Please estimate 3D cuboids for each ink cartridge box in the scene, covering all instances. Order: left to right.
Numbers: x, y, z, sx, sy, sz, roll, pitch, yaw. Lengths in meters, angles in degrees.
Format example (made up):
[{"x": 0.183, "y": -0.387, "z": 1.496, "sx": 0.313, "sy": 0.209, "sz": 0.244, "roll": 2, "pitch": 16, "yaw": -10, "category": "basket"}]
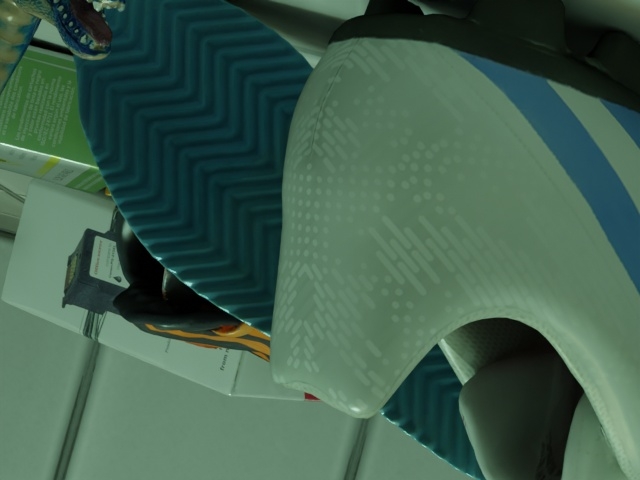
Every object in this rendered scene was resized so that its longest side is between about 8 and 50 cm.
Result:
[{"x": -0.210, "y": -0.081, "z": 0.933, "sx": 0.235, "sy": 0.056, "sz": 0.171, "roll": 14, "pitch": 176, "yaw": -12, "category": "ink cartridge box"}, {"x": -0.083, "y": 0.035, "z": 1.356, "sx": 0.237, "sy": 0.100, "sz": 0.172, "roll": 19, "pitch": -175, "yaw": 38, "category": "ink cartridge box"}]

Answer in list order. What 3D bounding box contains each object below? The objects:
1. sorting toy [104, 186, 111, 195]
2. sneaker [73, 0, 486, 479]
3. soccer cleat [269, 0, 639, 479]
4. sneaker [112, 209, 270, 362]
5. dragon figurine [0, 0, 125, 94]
[{"x": -0.058, "y": -0.022, "z": 1.217, "sx": 0.193, "sy": 0.038, "sz": 0.208, "roll": 15, "pitch": 175, "yaw": 0, "category": "sorting toy"}, {"x": 0.000, "y": 0.000, "z": 0.687, "sx": 0.229, "sy": 0.087, "sz": 0.092, "roll": 44, "pitch": 180, "yaw": -8, "category": "sneaker"}, {"x": 0.119, "y": 0.028, "z": 0.622, "sx": 0.331, "sy": 0.143, "sz": 0.116, "roll": 18, "pitch": 174, "yaw": -32, "category": "soccer cleat"}, {"x": 0.024, "y": 0.022, "z": 0.809, "sx": 0.180, "sy": 0.124, "sz": 0.321, "roll": 17, "pitch": 166, "yaw": -40, "category": "sneaker"}, {"x": -0.129, "y": -0.071, "z": 0.592, "sx": 0.085, "sy": 0.144, "sz": 0.289, "roll": 15, "pitch": -165, "yaw": -23, "category": "dragon figurine"}]
